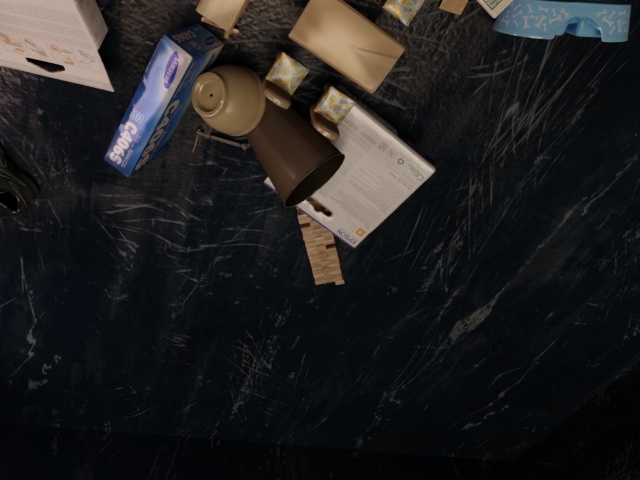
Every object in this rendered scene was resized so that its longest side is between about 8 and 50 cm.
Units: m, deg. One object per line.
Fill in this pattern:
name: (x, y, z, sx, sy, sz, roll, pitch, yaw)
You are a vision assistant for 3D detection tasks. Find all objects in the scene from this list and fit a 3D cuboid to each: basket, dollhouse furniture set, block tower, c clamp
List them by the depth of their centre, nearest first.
dollhouse furniture set: (-0.014, -0.432, 1.007, 0.395, 0.256, 0.362, 28, 115, -21)
basket: (-0.081, -0.226, 1.237, 0.154, 0.226, 0.204, -25, 164, -48)
c clamp: (-0.242, -0.276, 1.331, 0.161, 0.022, 0.137, 10, 126, -13)
block tower: (0.000, 0.000, 1.568, 0.097, 0.090, 0.335, -11, 133, 5)

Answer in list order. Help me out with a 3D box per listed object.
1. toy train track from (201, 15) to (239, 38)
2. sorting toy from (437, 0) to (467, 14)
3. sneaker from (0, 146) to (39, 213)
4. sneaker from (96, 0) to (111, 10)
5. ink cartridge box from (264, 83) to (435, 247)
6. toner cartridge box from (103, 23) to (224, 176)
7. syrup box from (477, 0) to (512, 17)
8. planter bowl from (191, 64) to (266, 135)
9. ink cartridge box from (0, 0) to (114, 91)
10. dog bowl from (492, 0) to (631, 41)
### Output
toy train track: (-0.222, -0.481, 1.143, 0.084, 0.014, 0.048, 16, 137, -13)
sorting toy: (0.289, -0.542, 1.140, 0.084, 0.012, 0.062, 9, 136, -19)
sneaker: (-0.839, -0.177, 1.301, 0.101, 0.106, 0.267, -25, 129, 18)
sneaker: (-0.483, -0.579, 0.961, 0.153, 0.099, 0.282, -23, 138, 22)
ink cartridge box: (0.072, -0.183, 1.361, 0.324, 0.071, 0.330, 36, 122, -14)
toner cartridge box: (-0.360, -0.315, 1.172, 0.075, 0.165, 0.348, 37, 123, -8)
syrup box: (0.311, -0.534, 0.996, 0.096, 0.236, 0.093, 30, 123, -29)
planter bowl: (-0.221, -0.322, 1.160, 0.162, 0.162, 0.109, -39, 166, 27)
ink cartridge box: (-0.591, -0.445, 1.056, 0.297, 0.066, 0.261, 13, 158, 1)
dog bowl: (0.532, -0.490, 1.122, 0.298, 0.165, 0.074, 1, 121, -6)
